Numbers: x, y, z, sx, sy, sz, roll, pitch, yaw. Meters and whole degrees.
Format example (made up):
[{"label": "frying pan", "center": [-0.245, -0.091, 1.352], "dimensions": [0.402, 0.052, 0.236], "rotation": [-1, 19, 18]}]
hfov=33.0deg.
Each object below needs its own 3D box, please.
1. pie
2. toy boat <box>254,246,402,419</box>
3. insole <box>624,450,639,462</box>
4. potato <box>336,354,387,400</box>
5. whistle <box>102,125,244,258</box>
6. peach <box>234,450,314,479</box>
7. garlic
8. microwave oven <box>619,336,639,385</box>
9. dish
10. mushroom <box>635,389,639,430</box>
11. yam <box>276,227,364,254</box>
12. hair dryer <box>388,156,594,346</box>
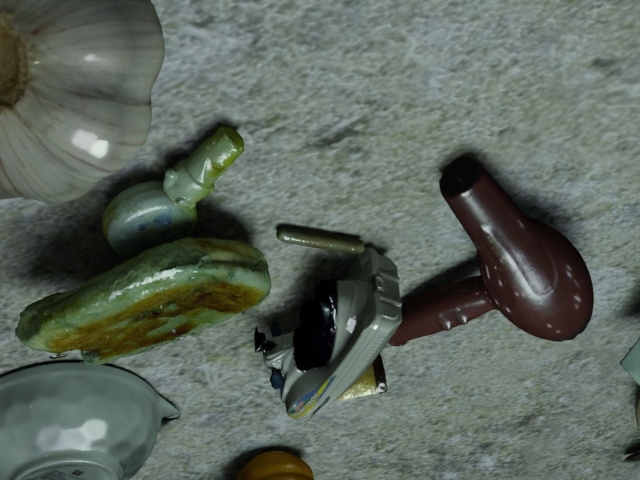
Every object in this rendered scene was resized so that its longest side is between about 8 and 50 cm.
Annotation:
[{"label": "pie", "center": [-0.200, 0.075, 1.260], "dimensions": [0.302, 0.067, 0.302], "rotation": [-16, 162, -5]}, {"label": "toy boat", "center": [0.000, 0.128, 1.385], "dimensions": [0.141, 0.141, 0.269], "rotation": [19, 134, -34]}, {"label": "insole", "center": [0.587, 0.375, 1.894], "dimensions": [0.065, 0.004, 0.197], "rotation": [-23, 173, -15]}, {"label": "potato", "center": [0.033, 0.184, 1.507], "dimensions": [0.103, 0.066, 0.096], "rotation": [-13, -173, -8]}, {"label": "whistle", "center": [-0.159, -0.055, 1.176], "dimensions": [0.198, 0.057, 0.104], "rotation": [-44, 144, 24]}, {"label": "peach", "center": [-0.074, 0.403, 1.699], "dimensions": [0.138, 0.138, 0.138], "rotation": [-8, 142, -7]}, {"label": "garlic", "center": [-0.238, -0.147, 0.953], "dimensions": [0.245, 0.245, 0.253], "rotation": [-23, 178, 12]}, {"label": "microwave oven", "center": [0.619, 0.116, 1.427], "dimensions": [0.218, 0.286, 0.355], "rotation": [-22, 148, -32]}, {"label": "dish", "center": [-0.349, 0.291, 1.492], "dimensions": [0.303, 0.120, 0.303], "rotation": [-8, 141, -6]}, {"label": "mushroom", "center": [0.567, 0.266, 1.757], "dimensions": [0.108, 0.096, 0.247], "rotation": [3, 143, 18]}, {"label": "yam", "center": [0.000, 0.000, 1.311], "dimensions": [0.116, 0.021, 0.021], "rotation": [9, 137, -25]}, {"label": "hair dryer", "center": [0.154, 0.056, 1.389], "dimensions": [0.340, 0.123, 0.312], "rotation": [-24, 131, 31]}]
